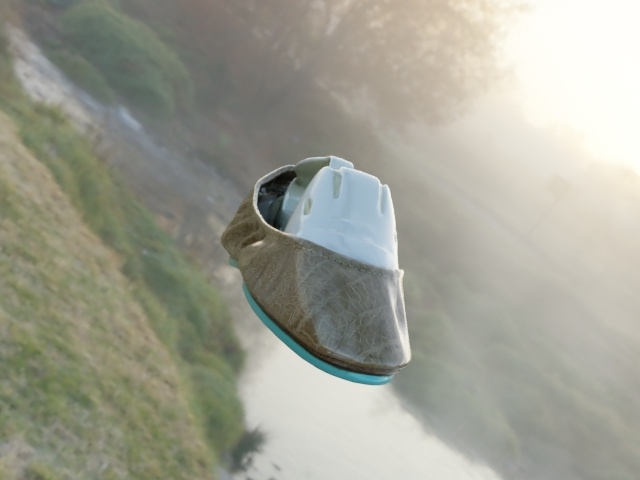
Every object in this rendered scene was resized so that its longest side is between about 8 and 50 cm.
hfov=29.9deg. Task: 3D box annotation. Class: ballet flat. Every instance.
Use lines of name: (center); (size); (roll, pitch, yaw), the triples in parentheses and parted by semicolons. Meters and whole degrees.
ballet flat: (0.000, 0.000, 0.898); (0.116, 0.124, 0.342); (19, 6, -14)
